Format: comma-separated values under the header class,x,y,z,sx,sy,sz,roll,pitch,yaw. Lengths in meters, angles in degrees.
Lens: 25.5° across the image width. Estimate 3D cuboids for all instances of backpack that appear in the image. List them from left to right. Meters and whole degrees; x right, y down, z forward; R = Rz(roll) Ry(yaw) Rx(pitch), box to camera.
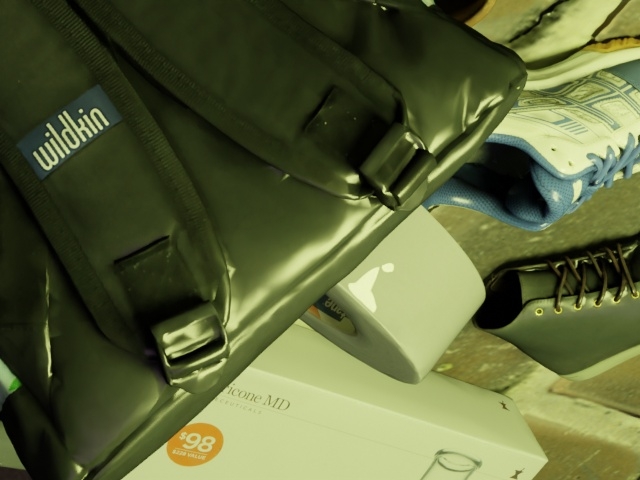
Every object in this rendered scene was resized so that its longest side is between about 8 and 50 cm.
class,x,y,z,sx,sy,sz,roll,pitch,yaw
backpack,-0.131,-0.103,0.677,0.290,0.273,0.355,-44,95,-7

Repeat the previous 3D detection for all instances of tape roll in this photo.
class,x,y,z,sx,sy,sz,roll,pitch,yaw
tape roll,0.000,0.000,0.929,0.072,0.219,0.219,-51,139,-12

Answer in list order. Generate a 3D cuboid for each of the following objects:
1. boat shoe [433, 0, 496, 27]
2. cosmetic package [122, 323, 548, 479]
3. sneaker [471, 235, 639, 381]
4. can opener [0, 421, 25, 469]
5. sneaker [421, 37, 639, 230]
class,x,y,z,sx,sy,sz,roll,pitch,yaw
boat shoe,-0.047,-0.135,0.830,0.324,0.120,0.122,-19,140,12
cosmetic package,-0.032,0.219,1.231,0.377,0.097,0.284,20,114,-32
sneaker,0.229,0.036,1.122,0.118,0.083,0.222,22,133,-32
can opener,-0.303,0.112,1.076,0.283,0.076,0.095,8,127,1
sneaker,0.167,-0.058,0.959,0.296,0.131,0.112,-3,139,-9
